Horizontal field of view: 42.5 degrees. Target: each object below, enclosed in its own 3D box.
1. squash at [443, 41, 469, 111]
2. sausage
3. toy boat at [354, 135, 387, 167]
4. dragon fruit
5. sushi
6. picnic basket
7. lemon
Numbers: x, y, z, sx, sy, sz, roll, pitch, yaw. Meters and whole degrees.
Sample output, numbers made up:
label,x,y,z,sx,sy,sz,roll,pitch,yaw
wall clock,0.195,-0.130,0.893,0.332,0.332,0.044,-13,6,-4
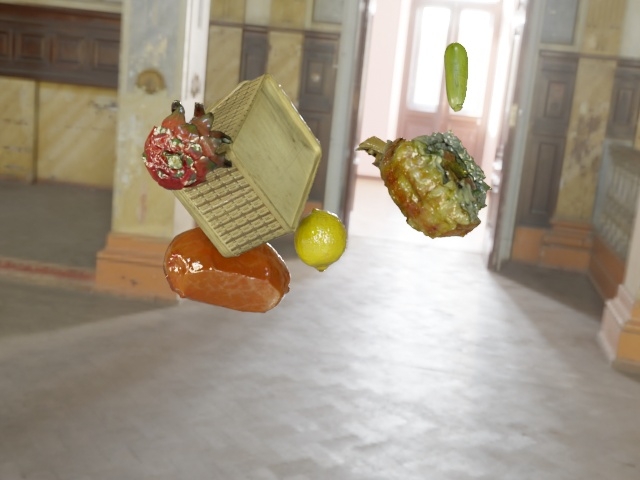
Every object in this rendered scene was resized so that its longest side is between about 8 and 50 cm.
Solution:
label,x,y,z,sx,sy,sz,roll,pitch,yaw
squash,0.356,-0.429,2.154,0.066,0.201,0.066,2,-20,1
sausage,-0.191,0.063,1.707,0.267,0.153,0.141,14,36,-20
toy boat,0.180,-0.193,2.075,0.206,0.072,0.064,26,-16,-19
dragon fruit,-0.230,-0.152,1.373,0.142,0.130,0.121,-32,44,-30
sushi,0.235,-0.128,1.726,0.184,0.274,0.139,-27,-10,-45
picnic basket,-0.144,-0.149,1.616,0.175,0.228,0.313,-21,30,28
lemon,0.000,0.000,1.677,0.109,0.133,0.109,-6,11,1
